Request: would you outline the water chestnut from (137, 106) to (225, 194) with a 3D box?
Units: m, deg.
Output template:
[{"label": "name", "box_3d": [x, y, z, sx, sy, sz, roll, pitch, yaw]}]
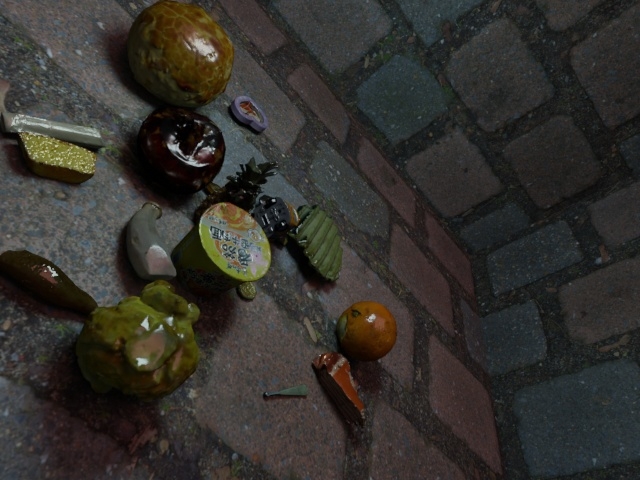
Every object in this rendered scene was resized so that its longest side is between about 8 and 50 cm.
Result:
[{"label": "water chestnut", "box_3d": [-0.436, -0.304, 1.337, 0.300, 0.300, 0.300, 36, 37, -32]}]

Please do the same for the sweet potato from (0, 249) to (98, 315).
[{"label": "sweet potato", "box_3d": [-0.594, 0.098, 0.931, 0.244, 0.077, 0.077, 41, 34, -24]}]

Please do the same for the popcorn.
[{"label": "popcorn", "box_3d": [-0.392, 0.229, 0.952, 0.276, 0.226, 0.276, 35, 40, -37]}]

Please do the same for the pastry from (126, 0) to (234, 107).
[{"label": "pastry", "box_3d": [-0.496, -0.683, 1.525, 0.389, 0.313, 0.388, 22, 62, -48]}]

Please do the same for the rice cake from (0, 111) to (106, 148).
[{"label": "rice cake", "box_3d": [-0.719, -0.294, 1.134, 0.256, 0.052, 0.057, -4, 69, -56]}]

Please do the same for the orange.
[{"label": "orange", "box_3d": [0.184, 0.358, 1.649, 0.240, 0.240, 0.240, 36, 37, -32]}]

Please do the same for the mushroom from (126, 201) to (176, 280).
[{"label": "mushroom", "box_3d": [-0.484, -0.006, 1.164, 0.118, 0.103, 0.270, 15, 45, -48]}]

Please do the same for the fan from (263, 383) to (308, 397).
[{"label": "fan", "box_3d": [-0.109, 0.484, 1.330, 0.193, 0.016, 0.038, 18, 45, -48]}]

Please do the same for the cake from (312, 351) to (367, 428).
[{"label": "cake", "box_3d": [0.086, 0.528, 1.487, 0.135, 0.098, 0.287, -13, 73, -58]}]

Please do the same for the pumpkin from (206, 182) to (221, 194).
[{"label": "pumpkin", "box_3d": [-0.380, -0.172, 1.530, 0.101, 0.035, 0.073, 48, 20, -10]}]

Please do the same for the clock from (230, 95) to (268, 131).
[{"label": "clock", "box_3d": [-0.339, -0.595, 1.943, 0.198, 0.064, 0.172, 20, 47, -46]}]

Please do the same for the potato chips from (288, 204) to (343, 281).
[{"label": "potato chips", "box_3d": [0.000, 0.000, 1.841, 0.358, 0.070, 0.429, 58, 26, -14]}]

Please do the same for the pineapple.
[{"label": "pineapple", "box_3d": [-0.266, -0.143, 1.367, 0.169, 0.340, 0.169, 35, 34, -28]}]

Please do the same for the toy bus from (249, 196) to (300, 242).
[{"label": "toy bus", "box_3d": [-0.181, -0.066, 1.554, 0.136, 0.210, 0.126, 11, 51, -64]}]

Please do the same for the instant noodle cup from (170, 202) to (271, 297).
[{"label": "instant noodle cup", "box_3d": [-0.309, 0.046, 1.262, 0.264, 0.200, 0.264, 34, 38, -32]}]

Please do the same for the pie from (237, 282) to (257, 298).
[{"label": "pie", "box_3d": [-0.251, 0.165, 1.415, 0.084, 0.021, 0.084, 40, 31, -30]}]

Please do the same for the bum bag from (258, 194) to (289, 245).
[{"label": "bum bag", "box_3d": [-0.191, -0.084, 1.690, 0.107, 0.060, 0.232, 1, 61, -57]}]

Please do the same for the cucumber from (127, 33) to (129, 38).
[{"label": "cucumber", "box_3d": [-0.665, -0.781, 1.651, 0.069, 0.069, 0.227, 59, 27, 3]}]

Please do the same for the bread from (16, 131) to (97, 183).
[{"label": "bread", "box_3d": [-0.691, -0.214, 1.091, 0.187, 0.065, 0.103, 11, 55, -53]}]
